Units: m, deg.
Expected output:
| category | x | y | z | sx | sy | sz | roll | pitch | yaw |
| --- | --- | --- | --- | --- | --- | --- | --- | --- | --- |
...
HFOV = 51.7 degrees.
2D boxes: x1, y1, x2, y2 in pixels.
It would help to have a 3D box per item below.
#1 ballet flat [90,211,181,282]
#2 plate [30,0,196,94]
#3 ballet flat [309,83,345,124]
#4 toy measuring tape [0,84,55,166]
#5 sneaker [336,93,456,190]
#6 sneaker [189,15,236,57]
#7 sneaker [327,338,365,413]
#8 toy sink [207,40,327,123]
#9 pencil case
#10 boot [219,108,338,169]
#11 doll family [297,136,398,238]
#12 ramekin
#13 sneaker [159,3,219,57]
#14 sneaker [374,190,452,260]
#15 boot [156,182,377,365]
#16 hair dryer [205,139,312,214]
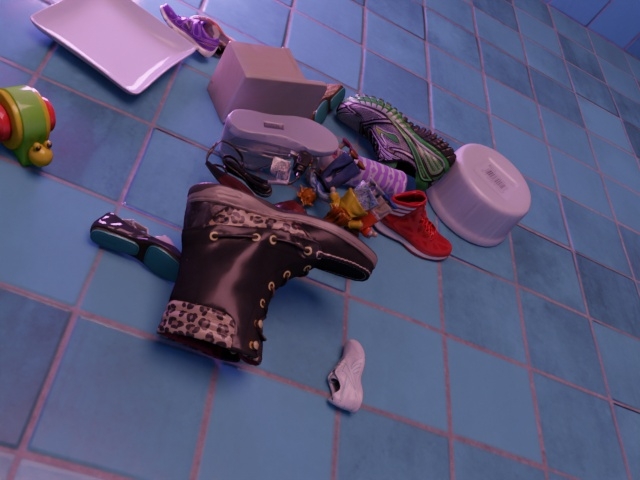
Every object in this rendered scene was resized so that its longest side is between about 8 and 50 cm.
| category | x | y | z | sx | sy | sz | roll | pitch | yaw |
| --- | --- | --- | --- | --- | --- | --- | --- | --- | --- |
| ballet flat | -0.314 | 0.008 | 1.203 | 0.203 | 0.074 | 0.074 | 27 | 44 | -10 |
| plate | -0.466 | -0.458 | 1.510 | 0.277 | 0.045 | 0.278 | 36 | 42 | -5 |
| ballet flat | -0.001 | -0.360 | 1.748 | 0.067 | 0.073 | 0.206 | 18 | 36 | 17 |
| toy measuring tape | -0.584 | -0.272 | 1.219 | 0.121 | 0.121 | 0.330 | -23 | 70 | -44 |
| sneaker | 0.176 | -0.259 | 1.724 | 0.343 | 0.134 | 0.146 | 36 | 83 | 17 |
| sneaker | -0.275 | -0.510 | 1.679 | 0.158 | 0.061 | 0.065 | 32 | 49 | -7 |
| sneaker | 0.049 | 0.250 | 1.259 | 0.061 | 0.054 | 0.152 | 20 | 46 | -16 |
| toy sink | -0.129 | -0.373 | 1.594 | 0.234 | 0.153 | 0.131 | -4 | 57 | -36 |
| pencil case | 0.113 | -0.156 | 1.631 | 0.206 | 0.086 | 0.088 | 15 | 82 | -22 |
| boot | -0.098 | -0.213 | 1.491 | 0.258 | 0.123 | 0.095 | 11 | 53 | -17 |
| doll family | 0.038 | -0.113 | 1.493 | 0.263 | 0.163 | 0.118 | 56 | 13 | 18 |
| ramekin | 0.435 | -0.132 | 1.794 | 0.277 | 0.135 | 0.277 | 19 | 46 | -21 |
| sneaker | -0.323 | -0.528 | 1.639 | 0.170 | 0.071 | 0.068 | 40 | 5 | -7 |
| sneaker | 0.246 | -0.037 | 1.585 | 0.221 | 0.128 | 0.087 | 22 | 45 | -18 |
| boot | -0.092 | 0.083 | 1.185 | 0.377 | 0.138 | 0.284 | 22 | 66 | -20 |
| hair dryer | -0.137 | -0.068 | 1.363 | 0.223 | 0.080 | 0.293 | 5 | 60 | 2 |
